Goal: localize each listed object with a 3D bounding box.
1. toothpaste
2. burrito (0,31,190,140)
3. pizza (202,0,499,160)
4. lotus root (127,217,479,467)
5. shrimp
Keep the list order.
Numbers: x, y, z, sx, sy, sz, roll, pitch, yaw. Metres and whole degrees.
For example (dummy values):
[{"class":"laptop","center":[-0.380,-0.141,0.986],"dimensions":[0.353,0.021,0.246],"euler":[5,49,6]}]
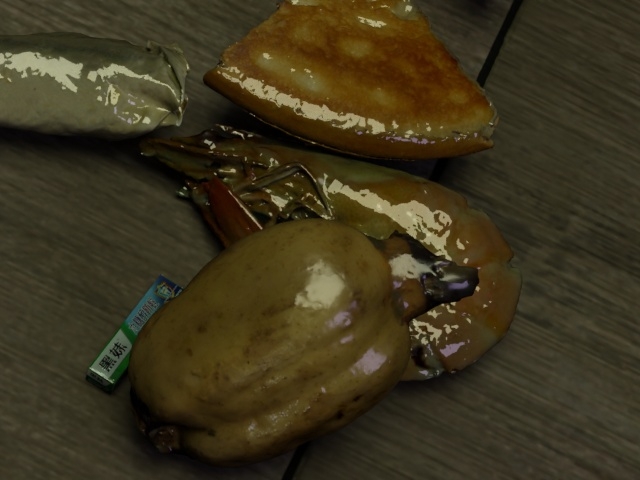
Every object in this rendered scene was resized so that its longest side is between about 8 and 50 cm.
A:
[{"class":"toothpaste","center":[-0.115,0.058,1.225],"dimensions":[0.020,0.017,0.083],"euler":[33,58,5]},{"class":"burrito","center":[-0.222,-0.107,1.261],"dimensions":[0.275,0.059,0.082],"euler":[3,34,-10]},{"class":"pizza","center":[0.027,-0.125,1.334],"dimensions":[0.201,0.053,0.193],"euler":[16,48,-6]},{"class":"lotus root","center":[-0.013,0.054,1.173],"dimensions":[0.221,0.125,0.118],"euler":[-32,46,4]},{"class":"shrimp","center":[0.000,0.000,1.266],"dimensions":[0.267,0.061,0.145],"euler":[29,68,0]}]
